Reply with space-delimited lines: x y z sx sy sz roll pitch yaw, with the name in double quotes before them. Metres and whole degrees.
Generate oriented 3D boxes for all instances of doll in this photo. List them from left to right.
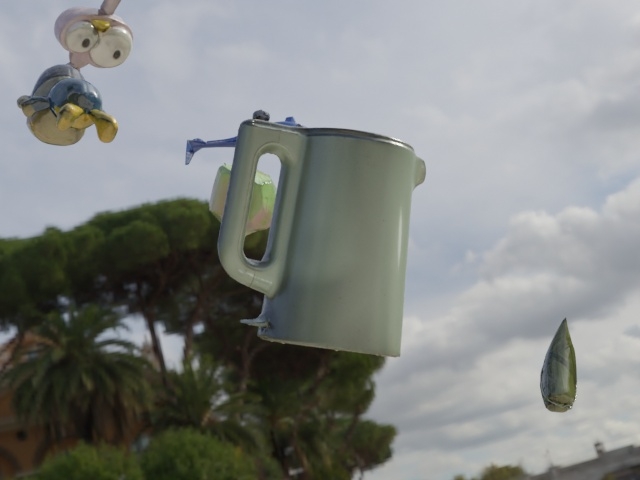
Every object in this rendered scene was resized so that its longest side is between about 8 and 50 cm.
"doll" -0.276 -0.140 1.127 0.102 0.179 0.088 14 -74 -27
"doll" -0.358 -0.433 1.839 0.160 0.094 0.365 1 -47 -53

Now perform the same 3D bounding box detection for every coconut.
"coconut" -0.084 -0.043 1.156 0.082 0.081 0.083 0 14 -40

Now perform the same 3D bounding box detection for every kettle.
"kettle" 0.002 0.001 0.716 0.127 0.148 0.098 6 -6 10

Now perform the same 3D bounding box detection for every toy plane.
"toy plane" -0.087 -0.118 1.256 0.167 0.054 0.062 -4 -26 11

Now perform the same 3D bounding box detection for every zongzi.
"zongzi" 0.340 0.176 1.464 0.052 0.113 0.104 7 14 7
